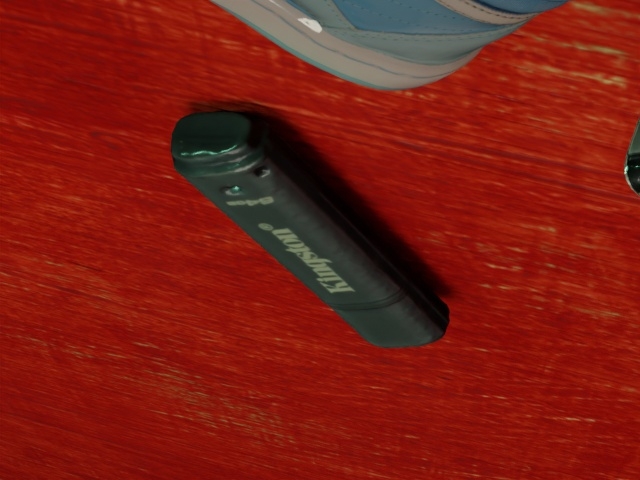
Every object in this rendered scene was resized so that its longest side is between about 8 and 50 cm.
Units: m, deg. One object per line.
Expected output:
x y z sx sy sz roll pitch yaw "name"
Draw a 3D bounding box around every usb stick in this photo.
0.000 0.000 0.997 0.077 0.045 0.278 4 155 34 "usb stick"

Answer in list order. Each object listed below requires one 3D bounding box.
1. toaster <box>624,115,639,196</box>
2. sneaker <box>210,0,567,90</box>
0.246 -0.037 0.627 0.185 0.110 0.168 -6 150 46 "toaster"
-0.017 -0.163 0.507 0.319 0.127 0.208 18 163 -30 "sneaker"
